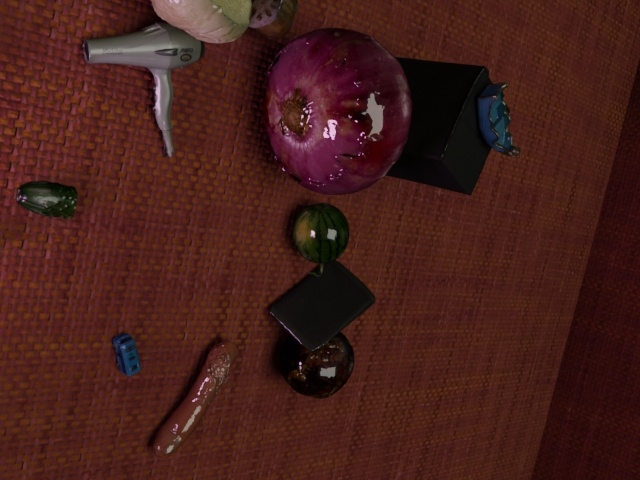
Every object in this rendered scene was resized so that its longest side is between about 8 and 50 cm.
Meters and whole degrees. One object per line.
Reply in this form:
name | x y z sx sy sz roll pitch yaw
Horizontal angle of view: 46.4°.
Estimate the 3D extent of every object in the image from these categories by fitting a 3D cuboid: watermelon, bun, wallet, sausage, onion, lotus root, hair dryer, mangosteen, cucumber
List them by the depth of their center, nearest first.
cucumber | -0.507 -0.075 1.391 0.107 0.035 0.067 7 100 -43
bun | -0.248 -0.486 1.393 0.259 0.152 0.259 41 38 -44
hair dryer | -0.357 -0.300 1.447 0.229 0.092 0.267 8 107 -38
lotus root | -0.109 -0.497 1.590 0.081 0.112 0.122 14 95 -62
onion | 0.052 -0.272 1.636 0.345 0.358 0.358 12 95 -32
sausage | -0.285 0.365 1.722 0.078 0.078 0.304 43 74 -43
watermelon | 0.000 0.000 1.840 0.141 0.141 0.187 -24 130 -37
wallet | 0.005 0.163 1.888 0.245 0.168 0.052 -36 159 -31
mangosteen | -0.012 0.320 1.917 0.192 0.192 0.217 -38 158 -30

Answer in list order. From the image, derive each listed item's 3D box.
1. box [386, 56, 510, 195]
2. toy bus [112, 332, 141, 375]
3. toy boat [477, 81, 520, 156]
box | 0.241 -0.288 1.835 0.204 0.345 0.251 36 76 -50
toy bus | -0.409 0.241 1.579 0.038 0.046 0.083 -24 120 -37
toy boat | 0.416 -0.271 1.715 0.075 0.077 0.185 -47 138 -31
